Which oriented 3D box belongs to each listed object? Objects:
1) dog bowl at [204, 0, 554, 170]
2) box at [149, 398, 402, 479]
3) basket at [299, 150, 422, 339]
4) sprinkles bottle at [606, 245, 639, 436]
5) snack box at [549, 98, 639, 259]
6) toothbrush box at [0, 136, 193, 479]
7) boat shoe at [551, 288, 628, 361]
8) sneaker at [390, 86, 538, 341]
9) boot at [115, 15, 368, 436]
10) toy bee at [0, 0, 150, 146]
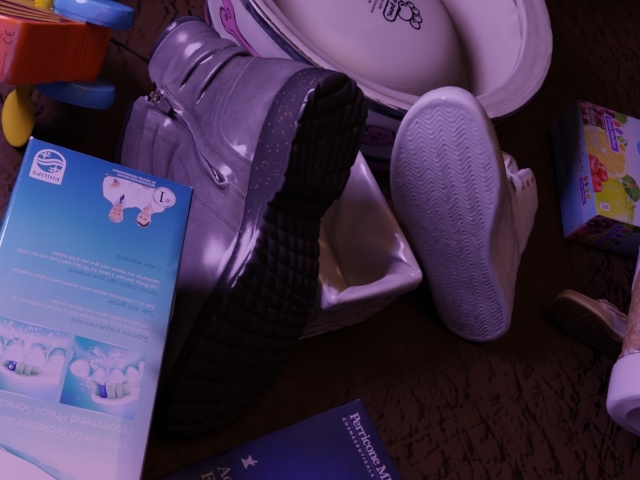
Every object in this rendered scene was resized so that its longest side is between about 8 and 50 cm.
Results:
[{"bbox_3d":[0.052,-0.256,1.089,0.408,0.150,0.408,14,54,-21],"label":"dog bowl"},{"bbox_3d":[-0.034,0.237,0.755,0.207,0.108,0.153,-17,69,-34],"label":"box"},{"bbox_3d":[0.000,0.000,0.927,0.113,0.103,0.167,-12,68,-34],"label":"basket"},{"bbox_3d":[0.398,0.037,1.039,0.121,0.121,0.355,27,61,-11],"label":"sprinkles bottle"},{"bbox_3d":[0.396,-0.065,1.202,0.207,0.070,0.174,14,56,-22],"label":"snack box"},{"bbox_3d":[-0.196,0.116,0.676,0.126,0.216,0.295,16,55,-18],"label":"toothbrush box"},{"bbox_3d":[0.312,0.091,1.076,0.135,0.050,0.045,36,46,-17],"label":"boat shoe"},{"bbox_3d":[0.150,-0.059,0.968,0.108,0.292,0.169,4,43,21],"label":"sneaker"},{"bbox_3d":[-0.105,-0.017,0.861,0.223,0.338,0.118,24,0,38],"label":"boot"},{"bbox_3d":[-0.249,-0.178,0.895,0.162,0.298,0.195,22,85,20],"label":"toy bee"}]
